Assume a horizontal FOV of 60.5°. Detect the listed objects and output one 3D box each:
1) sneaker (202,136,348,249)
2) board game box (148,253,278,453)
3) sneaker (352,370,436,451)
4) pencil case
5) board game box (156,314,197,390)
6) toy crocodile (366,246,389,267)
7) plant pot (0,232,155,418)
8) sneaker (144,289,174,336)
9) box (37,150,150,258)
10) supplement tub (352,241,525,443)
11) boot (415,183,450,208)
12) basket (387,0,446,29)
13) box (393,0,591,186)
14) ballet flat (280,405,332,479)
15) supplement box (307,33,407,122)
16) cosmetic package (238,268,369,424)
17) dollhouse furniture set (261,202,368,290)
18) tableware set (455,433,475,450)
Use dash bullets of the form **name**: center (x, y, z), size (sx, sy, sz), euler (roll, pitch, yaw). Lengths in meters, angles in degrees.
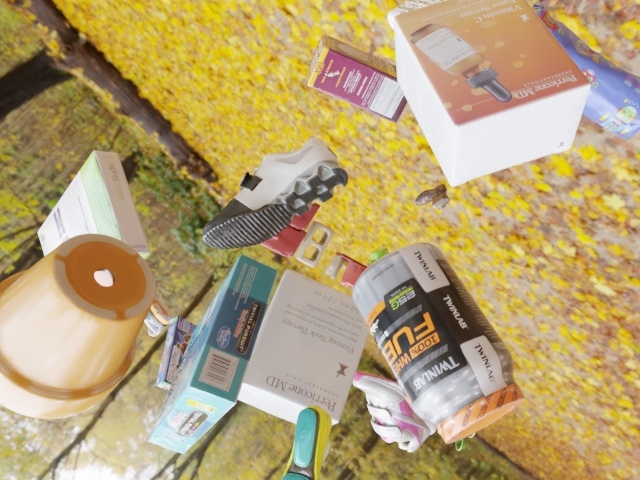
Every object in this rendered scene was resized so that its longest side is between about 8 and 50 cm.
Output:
- **sneaker**: center (-0.112, -0.102, 1.170), size (0.146, 0.330, 0.122), euler (62, -178, 31)
- **board game box**: center (-0.200, 0.218, 1.005), size (0.079, 0.254, 0.336), euler (25, 140, -11)
- **sneaker**: center (0.159, 0.384, 1.217), size (0.252, 0.111, 0.103), euler (42, 161, -17)
- **pencil case**: center (0.506, -0.325, 1.067), size (0.306, 0.133, 0.119), euler (33, 135, -1)
- **board game box**: center (-0.363, 0.321, 1.492), size (0.136, 0.035, 0.201), euler (39, -144, -34)
- **toy crocodile**: center (0.196, 0.101, 1.775), size (0.340, 0.105, 0.115), euler (-104, -7, -80)
- **plant pot**: center (-0.315, 0.096, 0.712), size (0.205, 0.188, 0.205), euler (32, -145, -25)
- **sneaker**: center (-0.526, 0.207, 1.678), size (0.084, 0.083, 0.215), euler (24, -166, -44)
- **box**: center (-0.477, 0.001, 1.131), size (0.058, 0.322, 0.232), euler (-4, -116, -48)
- **supplement tub**: center (0.205, 0.176, 0.973), size (0.316, 0.193, 0.193), euler (60, -178, 30)
- **boot**: center (0.317, -0.110, 1.560), size (0.037, 0.106, 0.114), euler (47, -155, -19)
- **basket**: center (0.456, -0.692, 1.873), size (0.331, 0.266, 0.328), euler (51, -177, -34)
- **box**: center (0.163, -0.162, 0.558), size (0.091, 0.130, 0.170), euler (72, 180, -57)
- **ballet flat**: center (-0.024, 0.419, 0.994), size (0.077, 0.231, 0.077), euler (2, 158, 36)
- **supplement box**: center (0.075, -0.311, 1.052), size (0.188, 0.081, 0.104), euler (19, -149, -13)
- **cosmetic package**: center (-0.060, 0.373, 1.815), size (0.329, 0.393, 0.327), euler (23, 153, -3)
- **dollhouse furniture set**: center (0.000, 0.000, 1.454), size (0.374, 0.152, 0.201), euler (28, 180, -18)
- **tableware set**: center (0.284, 0.323, 1.056), size (0.024, 0.154, 0.104), euler (14, -153, -3)
